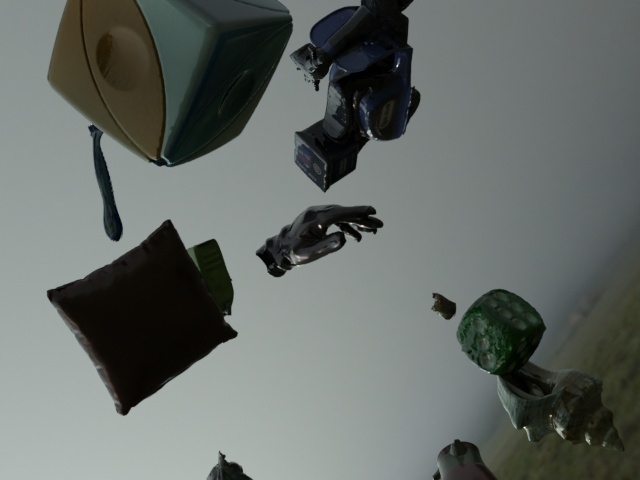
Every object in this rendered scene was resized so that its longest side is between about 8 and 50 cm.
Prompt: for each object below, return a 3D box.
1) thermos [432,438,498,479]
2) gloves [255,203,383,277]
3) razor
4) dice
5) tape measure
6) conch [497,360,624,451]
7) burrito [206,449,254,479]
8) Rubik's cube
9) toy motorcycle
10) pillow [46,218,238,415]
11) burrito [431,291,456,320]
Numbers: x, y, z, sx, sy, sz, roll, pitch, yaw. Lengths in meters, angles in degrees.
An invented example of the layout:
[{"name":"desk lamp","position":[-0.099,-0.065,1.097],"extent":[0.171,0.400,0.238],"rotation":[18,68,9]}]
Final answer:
[{"name":"thermos","position":[0.294,0.514,1.740],"extent":[0.265,0.146,0.176],"rotation":[-103,1,-59]},{"name":"gloves","position":[-0.010,-0.005,1.791],"extent":[0.285,0.119,0.142],"rotation":[-21,31,26]},{"name":"razor","position":[-0.480,-0.146,2.028],"extent":[0.093,0.324,0.056],"rotation":[-24,-28,25]},{"name":"dice","position":[0.353,0.179,1.784],"extent":[0.131,0.128,0.120],"rotation":[-19,-42,-41]},{"name":"tape measure","position":[-0.260,0.093,2.044],"extent":[0.087,0.178,0.154],"rotation":[-22,5,-40]},{"name":"conch","position":[0.471,0.344,1.930],"extent":[0.203,0.386,0.170],"rotation":[-10,-70,-43]},{"name":"burrito","position":[-0.154,0.586,1.764],"extent":[0.139,0.101,0.446],"rotation":[-30,-57,-51]},{"name":"Rubik's cube","position":[-0.307,-0.396,1.889],"extent":[0.351,0.352,0.347],"rotation":[-31,-26,-58]},{"name":"toy motorcycle","position":[0.052,-0.237,1.331],"extent":[0.212,0.125,0.358],"rotation":[-35,-26,-22]},{"name":"pillow","position":[-0.357,0.156,1.885],"extent":[0.308,0.305,0.108],"rotation":[-34,18,-24]},{"name":"burrito","position":[0.323,0.174,2.390],"extent":[0.171,0.042,0.051],"rotation":[37,-113,-67]}]
